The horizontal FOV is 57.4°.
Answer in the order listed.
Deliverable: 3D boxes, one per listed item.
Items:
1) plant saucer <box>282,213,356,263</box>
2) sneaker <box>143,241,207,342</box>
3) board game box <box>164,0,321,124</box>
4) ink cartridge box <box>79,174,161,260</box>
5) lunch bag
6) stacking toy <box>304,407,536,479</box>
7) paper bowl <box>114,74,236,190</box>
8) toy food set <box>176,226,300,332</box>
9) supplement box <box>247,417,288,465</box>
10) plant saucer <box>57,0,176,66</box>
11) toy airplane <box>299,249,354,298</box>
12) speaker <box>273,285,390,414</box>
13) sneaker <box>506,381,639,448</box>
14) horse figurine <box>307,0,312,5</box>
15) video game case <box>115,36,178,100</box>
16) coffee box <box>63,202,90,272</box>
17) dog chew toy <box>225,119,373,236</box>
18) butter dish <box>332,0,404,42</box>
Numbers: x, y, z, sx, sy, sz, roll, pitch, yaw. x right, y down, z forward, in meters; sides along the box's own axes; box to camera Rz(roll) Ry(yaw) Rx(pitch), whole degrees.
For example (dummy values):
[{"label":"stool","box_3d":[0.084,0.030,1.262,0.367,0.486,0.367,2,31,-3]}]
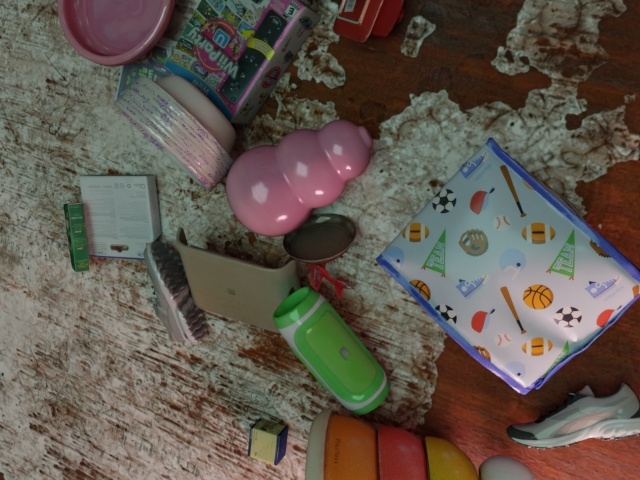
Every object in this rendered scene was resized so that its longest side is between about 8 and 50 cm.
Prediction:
[{"label":"plant saucer","box_3d":[0.000,0.000,1.307,0.169,0.168,0.029,1,130,21]},{"label":"sneaker","box_3d":[-0.398,0.142,1.494,0.115,0.105,0.281,-16,97,25]},{"label":"board game box","box_3d":[-0.181,-0.452,1.327,0.224,0.097,0.303,41,111,11]},{"label":"ink cartridge box","box_3d":[-0.528,-0.064,1.548,0.224,0.045,0.223,3,102,21]},{"label":"lunch bag","box_3d":[0.367,0.056,1.124,0.385,0.239,0.327,46,109,16]},{"label":"stacking toy","box_3d":[0.215,0.536,1.244,0.481,0.350,0.350,-3,97,9]},{"label":"paper bowl","box_3d":[-0.304,-0.254,1.312,0.284,0.284,0.148,42,84,10]},{"label":"toy food set","box_3d":[-0.191,0.090,1.394,0.306,0.092,0.219,14,136,17]},{"label":"supplement box","box_3d":[-0.133,0.510,1.482,0.083,0.056,0.083,10,102,19]},{"label":"plant saucer","box_3d":[-0.480,-0.584,1.412,0.333,0.084,0.331,0,91,20]},{"label":"toy airplane","box_3d":[0.012,0.075,1.329,0.151,0.151,0.028,51,125,7]},{"label":"speaker","box_3d":[0.026,0.246,1.304,0.131,0.131,0.296,-33,104,22]},{"label":"sneaker","box_3d":[0.515,0.360,1.197,0.272,0.100,0.107,-19,77,19]},{"label":"horse figurine","box_3d":[-0.054,-0.654,1.262,0.263,0.066,0.174,44,105,7]},{"label":"video game case","box_3d":[-0.424,-0.418,1.464,0.173,0.022,0.190,23,106,17]},{"label":"coffee box","box_3d":[-0.659,-0.010,1.581,0.113,0.041,0.184,6,102,61]},{"label":"dog chew toy","box_3d":[-0.039,-0.147,1.271,0.332,0.207,0.206,-28,88,15]},{"label":"butter dish","box_3d":[0.120,-0.480,1.200,0.160,0.118,0.160,46,120,52]}]
